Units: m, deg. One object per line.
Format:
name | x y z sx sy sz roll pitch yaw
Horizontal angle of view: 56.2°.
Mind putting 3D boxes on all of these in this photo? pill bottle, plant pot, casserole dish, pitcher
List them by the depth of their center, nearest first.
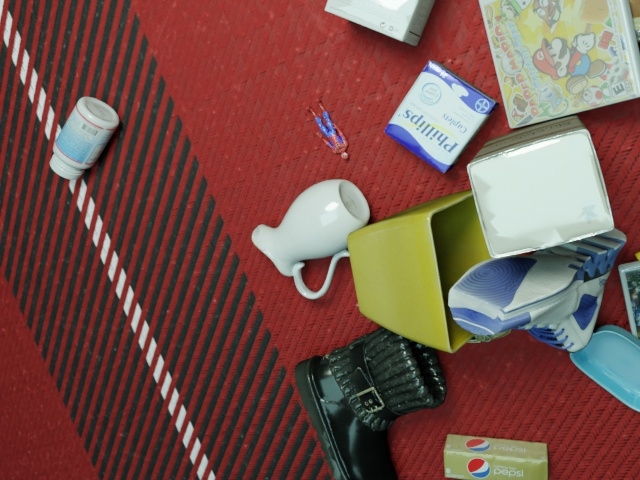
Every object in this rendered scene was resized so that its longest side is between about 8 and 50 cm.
casserole dish | 0.502 0.205 0.977 0.188 0.037 0.114 38 138 6
plant pot | 0.167 0.038 0.983 0.187 0.212 0.212 -1 105 42
pitcher | 0.000 0.000 1.078 0.207 0.125 0.178 -33 94 33
pill bottle | -0.481 -0.203 1.211 0.087 0.087 0.160 44 113 4

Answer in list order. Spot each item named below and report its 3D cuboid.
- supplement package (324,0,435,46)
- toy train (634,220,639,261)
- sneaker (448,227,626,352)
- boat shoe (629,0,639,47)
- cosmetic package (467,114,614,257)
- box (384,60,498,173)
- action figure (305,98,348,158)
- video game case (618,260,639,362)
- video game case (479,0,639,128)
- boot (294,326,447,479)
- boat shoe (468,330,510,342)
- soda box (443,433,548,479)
supplement package | 0.124 -0.439 0.907 0.133 0.139 0.244 25 109 11
toy train | 0.555 -0.010 0.915 0.125 0.046 0.167 10 107 17
sneaker | 0.345 0.103 0.910 0.127 0.315 0.182 27 130 50
boat shoe | 0.558 -0.332 0.792 0.323 0.122 0.120 0 101 19
cosmetic package | 0.308 -0.089 0.846 0.153 0.296 0.129 -15 100 22
box | 0.197 -0.201 0.979 0.126 0.072 0.137 36 113 8
action figure | 0.016 -0.195 1.070 0.038 0.030 0.115 -33 93 19
video game case | 0.569 0.101 0.925 0.173 0.022 0.191 -14 116 22
video game case | 0.345 -0.296 0.877 0.206 0.026 0.227 -7 103 50
boot | 0.127 0.332 1.109 0.260 0.131 0.348 -25 94 23
boat shoe | 0.259 0.157 1.062 0.152 0.048 0.056 -1 103 20
soda box | 0.321 0.402 1.096 0.181 0.061 0.058 -1 103 20
